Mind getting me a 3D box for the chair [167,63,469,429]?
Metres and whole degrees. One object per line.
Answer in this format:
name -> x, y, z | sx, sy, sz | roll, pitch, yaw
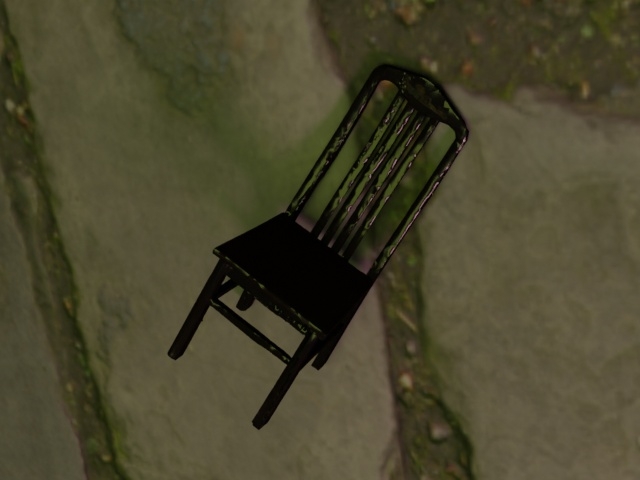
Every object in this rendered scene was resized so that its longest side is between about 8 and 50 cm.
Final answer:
chair -> 0.000, 0.000, 0.758 | 0.084, 0.101, 0.212 | 37, 122, 10
